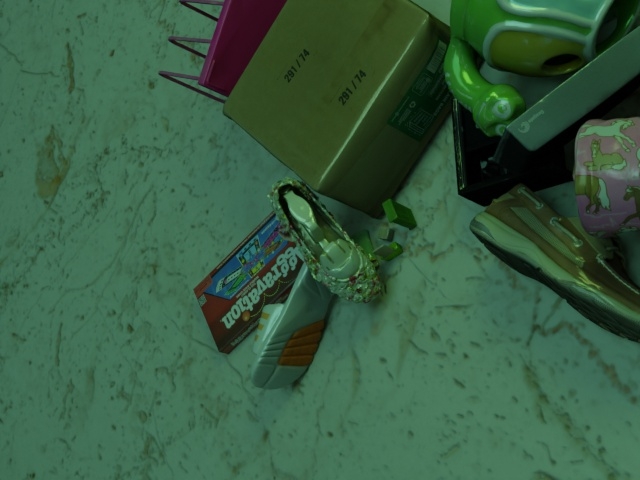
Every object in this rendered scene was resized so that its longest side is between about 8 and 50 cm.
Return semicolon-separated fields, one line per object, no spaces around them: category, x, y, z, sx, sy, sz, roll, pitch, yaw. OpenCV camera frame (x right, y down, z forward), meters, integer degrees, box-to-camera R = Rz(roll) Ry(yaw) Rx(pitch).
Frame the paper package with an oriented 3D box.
paper package;0.046;-0.251;1.784;0.309;0.168;0.324;43;105;39

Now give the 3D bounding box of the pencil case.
pencil case;0.497;-0.090;1.313;0.386;0.160;0.167;-5;45;33

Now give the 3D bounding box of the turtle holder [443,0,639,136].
turtle holder;0.294;-0.325;1.524;0.227;0.243;0.320;32;64;27

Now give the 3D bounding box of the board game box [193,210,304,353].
board game box;-0.103;0.055;1.915;0.281;0.027;0.145;-44;54;23

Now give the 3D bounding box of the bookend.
bookend;0.278;-0.148;1.611;0.157;0.072;0.156;-16;67;37

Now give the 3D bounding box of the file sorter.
file sorter;-0.139;-0.388;1.969;0.182;0.202;0.290;17;88;46

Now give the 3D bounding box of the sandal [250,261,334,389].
sandal;-0.043;0.116;1.800;0.076;0.102;0.265;29;95;50

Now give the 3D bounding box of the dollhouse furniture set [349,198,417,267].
dollhouse furniture set;0.077;-0.001;1.751;0.152;0.059;0.076;-36;56;28

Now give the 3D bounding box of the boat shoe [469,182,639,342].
boat shoe;0.344;0.020;1.473;0.324;0.123;0.116;37;86;35

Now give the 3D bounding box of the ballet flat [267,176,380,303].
ballet flat;0.000;0.000;1.706;0.091;0.077;0.241;-41;80;-5

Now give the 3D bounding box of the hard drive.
hard drive;0.347;-0.186;1.461;0.255;0.172;0.054;-37;80;-5
